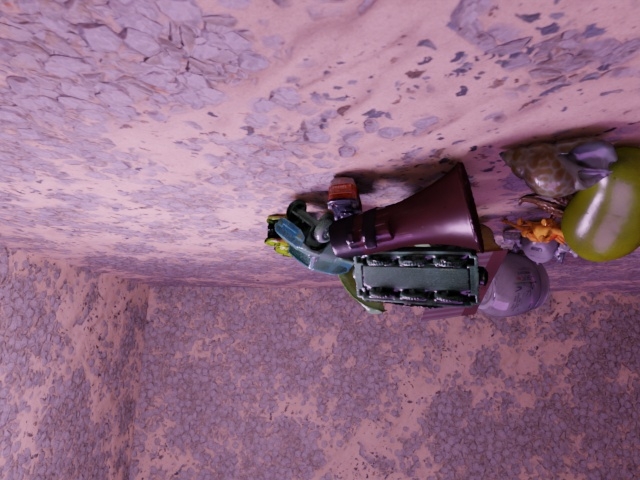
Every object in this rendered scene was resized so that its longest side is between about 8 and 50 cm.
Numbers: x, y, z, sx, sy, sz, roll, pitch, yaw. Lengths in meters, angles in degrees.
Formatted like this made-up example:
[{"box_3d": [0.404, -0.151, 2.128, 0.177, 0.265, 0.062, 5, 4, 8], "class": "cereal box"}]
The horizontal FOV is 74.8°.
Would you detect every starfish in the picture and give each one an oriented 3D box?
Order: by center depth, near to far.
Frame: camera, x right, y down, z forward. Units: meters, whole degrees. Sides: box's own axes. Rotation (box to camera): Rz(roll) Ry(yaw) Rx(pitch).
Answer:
[{"box_3d": [0.693, -0.080, 1.049, 0.374, 0.095, 0.326, 15, 164, -30], "class": "starfish"}]

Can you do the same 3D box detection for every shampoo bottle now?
[{"box_3d": [0.794, 0.186, 1.784, 0.265, 0.274, 0.273, -2, 168, -13], "class": "shampoo bottle"}]

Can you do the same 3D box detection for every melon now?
[{"box_3d": [0.126, 0.103, 1.349, 0.124, 0.324, 0.196, -31, 134, 30], "class": "melon"}]

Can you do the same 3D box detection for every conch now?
[{"box_3d": [0.455, -0.140, 0.794, 0.172, 0.106, 0.116, -25, 134, 23], "class": "conch"}]

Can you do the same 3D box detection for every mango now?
[{"box_3d": [0.616, -0.072, 0.883, 0.175, 0.143, 0.293, -6, 137, 12], "class": "mango"}]

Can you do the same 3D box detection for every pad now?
[{"box_3d": [0.420, 0.142, 1.248, 0.201, 0.005, 0.300, -6, 134, -12], "class": "pad"}]

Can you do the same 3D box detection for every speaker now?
[{"box_3d": [0.202, -0.063, 0.980, 0.329, 0.259, 0.198, -10, 119, 30], "class": "speaker"}]

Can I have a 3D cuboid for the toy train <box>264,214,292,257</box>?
[{"box_3d": [-0.081, -0.007, 1.406, 0.160, 0.101, 0.296, -4, 166, 13], "class": "toy train"}]

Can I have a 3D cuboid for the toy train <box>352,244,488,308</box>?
[{"box_3d": [0.249, 0.076, 1.051, 0.329, 0.139, 0.178, 0, -166, 29], "class": "toy train"}]

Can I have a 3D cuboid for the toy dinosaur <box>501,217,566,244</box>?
[{"box_3d": [0.623, -0.025, 1.178, 0.117, 0.071, 0.288, 16, -176, -9], "class": "toy dinosaur"}]

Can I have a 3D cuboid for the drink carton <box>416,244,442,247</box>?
[{"box_3d": [0.327, -0.035, 1.191, 0.143, 0.146, 0.142, 5, 175, -16], "class": "drink carton"}]

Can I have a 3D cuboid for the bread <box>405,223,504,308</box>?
[{"box_3d": [0.352, 0.022, 1.337, 0.278, 0.248, 0.315, 36, 117, -4], "class": "bread"}]

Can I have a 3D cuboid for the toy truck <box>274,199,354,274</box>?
[{"box_3d": [0.000, 0.000, 1.200, 0.155, 0.156, 0.278, 35, -170, 37], "class": "toy truck"}]

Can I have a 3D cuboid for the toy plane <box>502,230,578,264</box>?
[{"box_3d": [0.728, 0.011, 1.381, 0.251, 0.118, 0.252, 17, 176, 1], "class": "toy plane"}]

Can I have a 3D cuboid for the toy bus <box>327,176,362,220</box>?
[{"box_3d": [0.063, -0.101, 1.038, 0.079, 0.077, 0.174, -2, 166, 11], "class": "toy bus"}]
